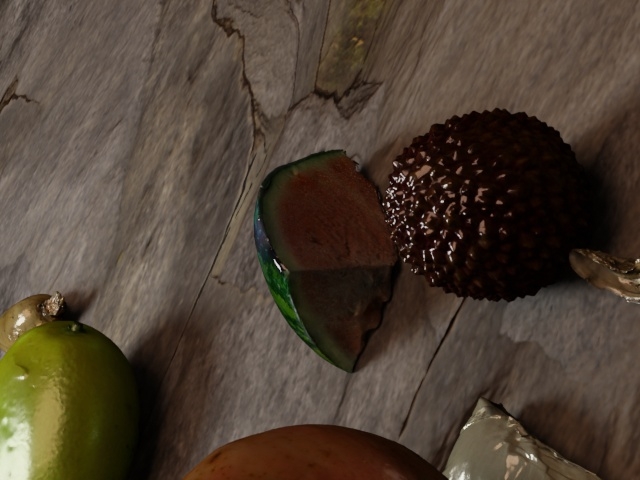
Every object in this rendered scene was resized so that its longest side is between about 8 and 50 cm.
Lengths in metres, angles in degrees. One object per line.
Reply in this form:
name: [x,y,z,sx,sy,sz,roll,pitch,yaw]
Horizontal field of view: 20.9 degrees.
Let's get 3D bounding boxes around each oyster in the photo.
oyster: [0.253,0.016,1.440,0.038,0.083,0.081,-54,-8,-22]

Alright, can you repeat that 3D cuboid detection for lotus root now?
lotus root: [-0.356,0.102,2.136,0.152,0.063,0.072,-32,36,40]

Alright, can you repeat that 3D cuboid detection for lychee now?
lychee: [0.141,-0.032,1.519,0.188,0.188,0.188,-29,48,38]

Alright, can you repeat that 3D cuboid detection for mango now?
mango: [-0.281,0.219,1.899,0.185,0.149,0.273,-21,58,34]

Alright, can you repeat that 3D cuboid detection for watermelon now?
watermelon: [-0.022,0.005,1.715,0.128,0.146,0.231,-42,43,26]

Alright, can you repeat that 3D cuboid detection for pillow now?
pillow: [0.172,0.234,1.420,0.229,0.050,0.148,32,103,55]

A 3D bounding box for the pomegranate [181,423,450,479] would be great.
pomegranate: [0.011,0.314,1.326,0.338,0.338,0.338,-29,48,38]
